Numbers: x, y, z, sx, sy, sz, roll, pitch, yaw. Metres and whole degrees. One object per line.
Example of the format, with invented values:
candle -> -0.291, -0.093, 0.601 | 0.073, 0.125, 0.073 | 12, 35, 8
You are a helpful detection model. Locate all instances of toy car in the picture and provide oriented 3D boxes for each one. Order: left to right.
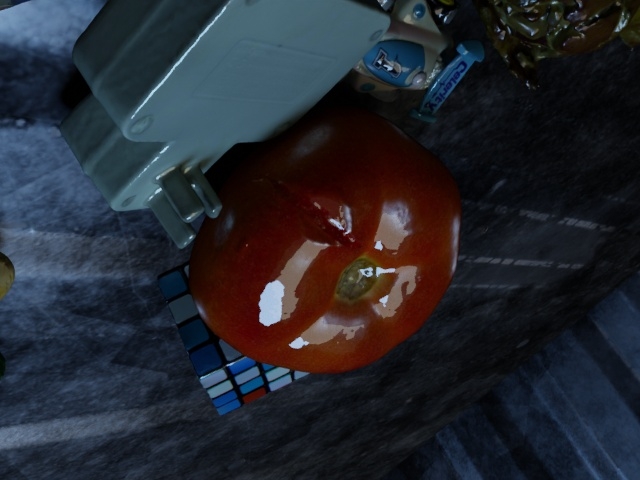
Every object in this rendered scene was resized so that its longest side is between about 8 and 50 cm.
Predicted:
toy car -> 0.070, -0.184, 0.718 | 0.161, 0.098, 0.126 | -3, 139, -45

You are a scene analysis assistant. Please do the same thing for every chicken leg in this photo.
chicken leg -> 0.282, -0.251, 0.778 | 0.361, 0.140, 0.211 | 15, 119, -50

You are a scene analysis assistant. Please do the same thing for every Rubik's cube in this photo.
Rubik's cube -> -0.104, 0.110, 0.959 | 0.151, 0.154, 0.155 | -25, 151, -11

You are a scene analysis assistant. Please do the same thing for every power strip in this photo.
power strip -> -0.081, -0.113, 0.593 | 0.261, 0.141, 0.229 | -39, 169, 26

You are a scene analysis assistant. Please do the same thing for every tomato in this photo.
tomato -> 0.000, 0.000, 0.789 | 0.298, 0.226, 0.299 | -15, 123, -25

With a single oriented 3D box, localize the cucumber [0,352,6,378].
cucumber -> -0.384, 0.126, 0.820 | 0.048, 0.048, 0.105 | -21, 150, -20

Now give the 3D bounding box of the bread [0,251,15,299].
bread -> -0.379, 0.060, 0.692 | 0.189, 0.077, 0.114 | -31, 172, -3

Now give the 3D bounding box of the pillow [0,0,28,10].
pillow -> -0.210, -0.219, 0.358 | 0.310, 0.119, 0.312 | -24, 157, -12
